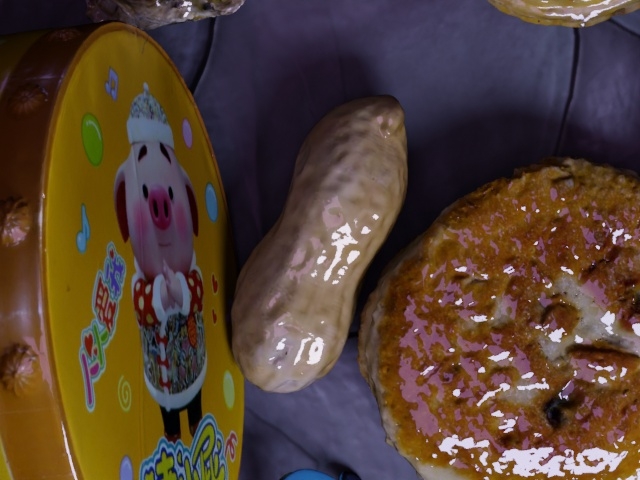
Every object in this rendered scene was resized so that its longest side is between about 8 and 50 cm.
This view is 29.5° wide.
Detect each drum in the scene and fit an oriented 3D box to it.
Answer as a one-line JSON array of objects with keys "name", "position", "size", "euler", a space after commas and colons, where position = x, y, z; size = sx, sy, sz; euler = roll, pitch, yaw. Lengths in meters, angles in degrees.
[{"name": "drum", "position": [-0.209, 0.058, 0.877], "size": [0.214, 0.431, 0.431], "euler": [-7, 94, 11]}]

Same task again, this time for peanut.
[{"name": "peanut", "position": [0.000, 0.000, 0.997], "size": [0.117, 0.101, 0.263], "euler": [31, 100, 47]}]

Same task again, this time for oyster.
[{"name": "oyster", "position": [-0.130, -0.232, 1.028], "size": [0.166, 0.053, 0.108], "euler": [-2, 85, 16]}]

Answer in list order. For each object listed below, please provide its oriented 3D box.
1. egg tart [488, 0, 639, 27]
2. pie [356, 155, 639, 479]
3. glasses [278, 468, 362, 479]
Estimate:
[{"name": "egg tart", "position": [0.199, -0.286, 0.948], "size": [0.241, 0.106, 0.241], "euler": [1, 99, 6]}, {"name": "pie", "position": [0.191, 0.079, 0.974], "size": [0.315, 0.092, 0.315], "euler": [0, 90, -3]}, {"name": "glasses", "position": [-0.020, 0.330, 1.037], "size": [0.207, 0.102, 0.239], "euler": [-30, 91, 10]}]
